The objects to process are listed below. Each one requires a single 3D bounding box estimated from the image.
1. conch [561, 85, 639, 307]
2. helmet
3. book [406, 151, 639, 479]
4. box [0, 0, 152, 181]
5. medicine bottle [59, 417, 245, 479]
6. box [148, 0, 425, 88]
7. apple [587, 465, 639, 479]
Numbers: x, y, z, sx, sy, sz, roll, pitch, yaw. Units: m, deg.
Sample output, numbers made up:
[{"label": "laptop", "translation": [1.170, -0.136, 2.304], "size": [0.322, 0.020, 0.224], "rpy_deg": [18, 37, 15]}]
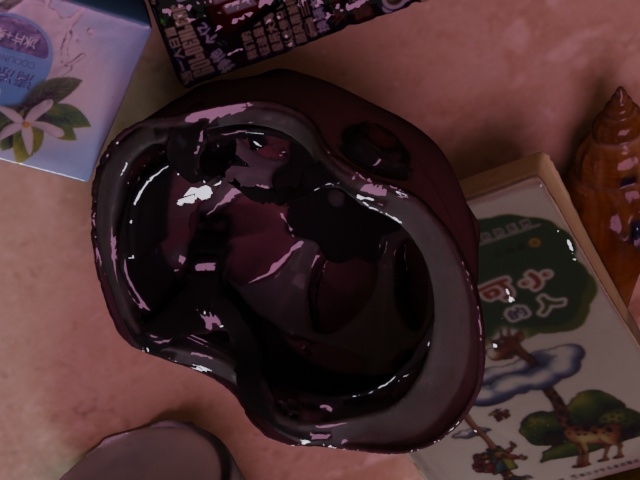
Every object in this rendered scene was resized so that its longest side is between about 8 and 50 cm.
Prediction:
[{"label": "conch", "translation": [0.256, 0.005, 1.549], "size": [0.109, 0.093, 0.330], "rpy_deg": [-15, 126, -14]}, {"label": "helmet", "translation": [0.000, 0.000, 1.367], "size": [0.338, 0.197, 0.271], "rpy_deg": [22, 123, 15]}, {"label": "book", "translation": [0.152, 0.099, 1.566], "size": [0.260, 0.043, 0.371], "rpy_deg": [-19, 128, 23]}, {"label": "box", "translation": [-0.259, -0.147, 1.321], "size": [0.232, 0.083, 0.142], "rpy_deg": [14, 118, -24]}, {"label": "medicine bottle", "translation": [-0.107, 0.343, 1.609], "size": [0.190, 0.190, 0.332], "rpy_deg": [-24, 124, 1]}, {"label": "box", "translation": [0.006, -0.261, 1.318], "size": [0.310, 0.084, 0.198], "rpy_deg": [-20, 125, -2]}, {"label": "apple", "translation": [0.327, 0.312, 1.704], "size": [0.261, 0.194, 0.260], "rpy_deg": [-7, 126, -9]}]
